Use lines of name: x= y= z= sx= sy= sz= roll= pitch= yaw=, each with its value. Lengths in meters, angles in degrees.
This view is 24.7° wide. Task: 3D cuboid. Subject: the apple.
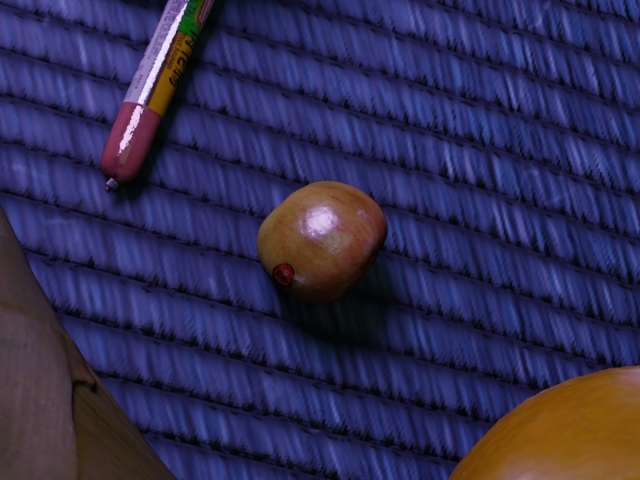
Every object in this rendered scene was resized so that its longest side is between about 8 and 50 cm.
apple: x=0.000 y=0.000 z=0.941 sx=0.071 sy=0.084 sz=0.084 roll=39 pitch=72 yaw=5

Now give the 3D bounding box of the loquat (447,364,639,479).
loquat: x=0.178 y=0.237 z=0.838 sx=0.359 sy=0.328 sz=0.328 roll=-14 pitch=81 yaw=24

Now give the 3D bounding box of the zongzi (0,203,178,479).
zongzi: x=-0.135 y=0.088 z=0.808 sx=0.447 sy=0.181 sz=0.418 roll=22 pitch=86 yaw=-11

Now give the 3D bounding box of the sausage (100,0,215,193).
sausage: x=-0.098 y=-0.131 z=0.966 sx=0.029 sy=0.029 sz=0.223 roll=24 pitch=74 yaw=-9
